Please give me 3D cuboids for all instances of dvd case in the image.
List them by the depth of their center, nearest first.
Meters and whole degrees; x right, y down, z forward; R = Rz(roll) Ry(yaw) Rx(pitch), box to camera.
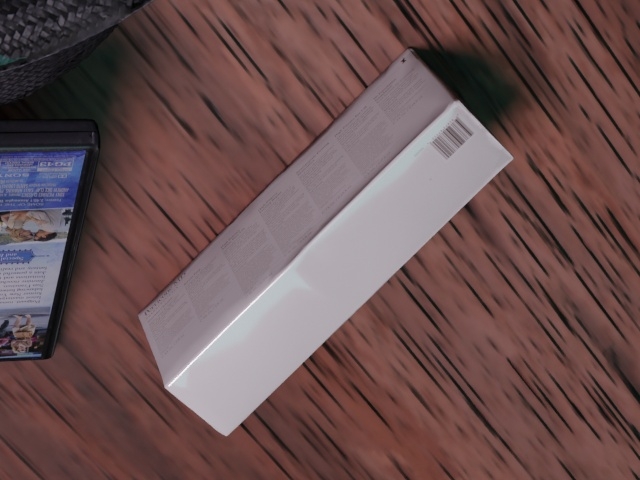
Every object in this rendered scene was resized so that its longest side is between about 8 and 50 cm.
[{"bbox_3d":[-0.225,0.008,1.057,0.180,0.022,0.253,-2,151,-15],"label":"dvd case"}]

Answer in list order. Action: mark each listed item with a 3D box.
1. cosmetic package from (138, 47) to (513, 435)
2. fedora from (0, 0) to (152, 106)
[{"bbox_3d":[0.000,0.000,1.156,0.239,0.099,0.060,-44,120,7],"label":"cosmetic package"},{"bbox_3d":[-0.203,-0.156,0.970,0.334,0.334,0.152,-13,147,-9],"label":"fedora"}]
